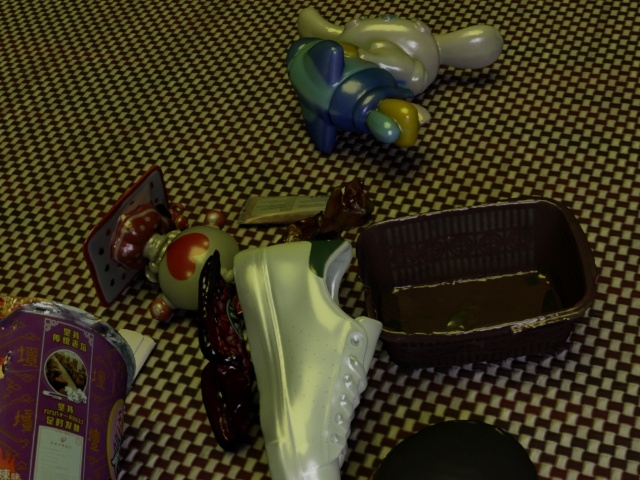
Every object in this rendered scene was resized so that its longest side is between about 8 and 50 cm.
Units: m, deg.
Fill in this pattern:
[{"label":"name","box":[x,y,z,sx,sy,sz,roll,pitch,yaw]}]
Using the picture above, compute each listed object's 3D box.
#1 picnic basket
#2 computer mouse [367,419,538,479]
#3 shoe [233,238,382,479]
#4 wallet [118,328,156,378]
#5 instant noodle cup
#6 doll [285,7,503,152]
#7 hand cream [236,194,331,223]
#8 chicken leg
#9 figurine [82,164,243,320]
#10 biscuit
[{"label":"picnic basket","box":[0.201,0.069,1.197,0.296,0.129,0.223,-9,46,4]},{"label":"computer mouse","box":[0.114,0.315,0.979,0.182,0.116,0.323,15,50,29]},{"label":"shoe","box":[0.009,0.164,1.075,0.160,0.132,0.363,-16,69,7]},{"label":"wallet","box":[-0.279,0.177,1.263,0.061,0.025,0.122,14,49,15]},{"label":"instant noodle cup","box":[-0.364,0.256,1.005,0.339,0.340,0.266,-12,52,0]},{"label":"doll","box":[0.077,-0.291,1.547,0.375,0.187,0.366,-5,33,33]},{"label":"hand cream","box":[-0.026,-0.047,1.430,0.209,0.043,0.067,0,43,20]},{"label":"chicken leg","box":[0.000,0.000,1.226,0.093,0.304,0.113,43,68,-1]},{"label":"figurine","box":[-0.183,0.031,1.314,0.226,0.160,0.183,21,53,20]},{"label":"biscuit","box":[-0.118,0.142,1.120,0.063,0.235,0.151,-12,47,-11]}]
